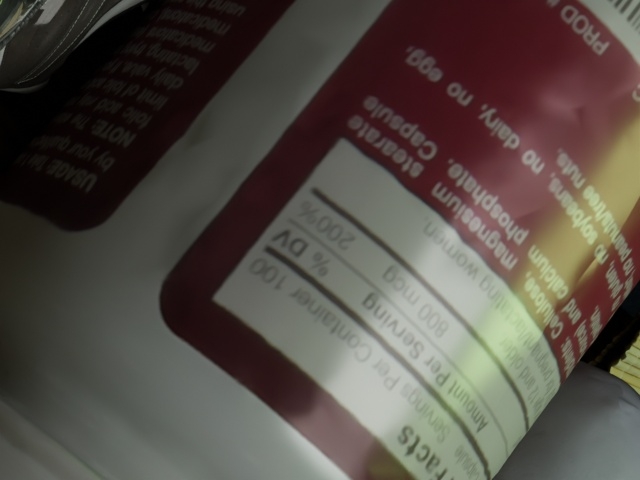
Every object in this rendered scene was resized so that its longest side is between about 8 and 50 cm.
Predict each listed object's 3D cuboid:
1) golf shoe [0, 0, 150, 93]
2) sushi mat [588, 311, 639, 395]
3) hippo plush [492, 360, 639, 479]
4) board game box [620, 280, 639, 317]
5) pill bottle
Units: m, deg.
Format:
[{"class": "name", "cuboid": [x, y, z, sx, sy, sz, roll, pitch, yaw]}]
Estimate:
[{"class": "golf shoe", "cuboid": [-0.078, -0.140, 0.639, 0.198, 0.077, 0.094, -50, 155, -4]}, {"class": "sushi mat", "cuboid": [0.283, 0.076, 1.219, 0.151, 0.019, 0.316, -50, 150, 9]}, {"class": "hippo plush", "cuboid": [0.065, 0.132, 0.873, 0.294, 0.234, 0.236, -15, 140, 6]}, {"class": "board game box", "cuboid": [0.282, -0.011, 1.170, 0.201, 0.035, 0.136, 4, 123, -52]}, {"class": "pill bottle", "cuboid": [0.000, 0.000, 0.690, 0.392, 0.224, 0.224, -51, 144, -13]}]
